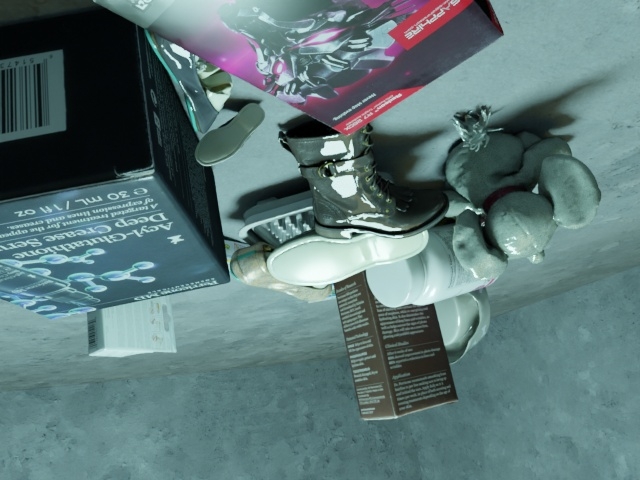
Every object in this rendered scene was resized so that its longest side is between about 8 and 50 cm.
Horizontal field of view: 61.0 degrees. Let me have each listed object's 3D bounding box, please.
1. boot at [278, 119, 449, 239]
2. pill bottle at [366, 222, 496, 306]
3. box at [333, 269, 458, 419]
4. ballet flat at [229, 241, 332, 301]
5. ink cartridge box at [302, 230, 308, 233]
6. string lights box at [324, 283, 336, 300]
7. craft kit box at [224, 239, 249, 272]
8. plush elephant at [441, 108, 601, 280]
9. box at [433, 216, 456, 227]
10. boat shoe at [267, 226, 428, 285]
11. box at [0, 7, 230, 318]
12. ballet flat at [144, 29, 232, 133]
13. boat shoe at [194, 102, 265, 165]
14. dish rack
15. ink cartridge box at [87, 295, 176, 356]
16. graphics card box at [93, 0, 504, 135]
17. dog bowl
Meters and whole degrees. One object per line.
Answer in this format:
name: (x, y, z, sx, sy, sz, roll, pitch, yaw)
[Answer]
boot: (0.079, -0.108, 0.885, 0.263, 0.091, 0.229, -9, 134, 4)
pill bottle: (0.247, 0.050, 1.175, 0.283, 0.160, 0.160, -10, 162, -35)
box: (0.160, 0.199, 1.246, 0.191, 0.381, 0.143, -1, 164, -33)
ballet flat: (-0.048, 0.066, 1.167, 0.106, 0.107, 0.316, -32, 153, 31)
ink cartridge box: (0.000, 0.000, 1.112, 0.083, 0.028, 0.048, -1, 158, -25)
string lights box: (0.020, 0.098, 1.521, 0.133, 0.076, 0.259, -10, 160, -3)
craft kit box: (-0.322, 0.059, 1.217, 0.250, 0.061, 0.246, -21, 167, 22)
plush elephant: (0.348, -0.065, 0.991, 0.272, 0.255, 0.330, -26, 155, 22)
box: (0.235, -0.036, 1.313, 0.183, 0.056, 0.231, 4, 155, -36)
boat shoe: (0.048, 0.005, 1.040, 0.305, 0.091, 0.109, -14, 121, 4)
box: (-0.308, -0.062, 0.705, 0.293, 0.212, 0.395, -12, 161, -2)
ballet flat: (-0.143, -0.196, 0.649, 0.074, 0.074, 0.203, -12, 158, 0)
boat shoe: (-0.128, -0.144, 0.760, 0.125, 0.046, 0.038, -52, -170, -24)
dish rack: (0.017, -0.050, 1.129, 0.333, 0.072, 0.285, -16, 161, 10)
ink cartridge box: (-0.458, 0.185, 1.318, 0.066, 0.189, 0.232, -18, 160, 19)
graphics card box: (0.000, -0.249, 0.540, 0.233, 0.094, 0.371, -27, 153, 32)
dog bowl: (0.331, 0.166, 1.529, 0.102, 0.349, 0.349, -17, 164, -27)
